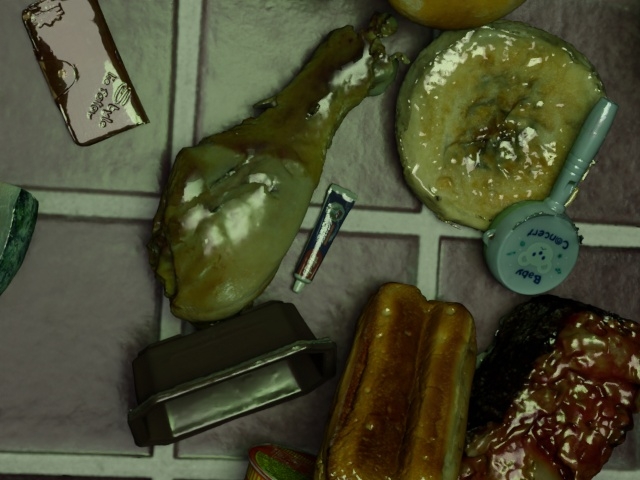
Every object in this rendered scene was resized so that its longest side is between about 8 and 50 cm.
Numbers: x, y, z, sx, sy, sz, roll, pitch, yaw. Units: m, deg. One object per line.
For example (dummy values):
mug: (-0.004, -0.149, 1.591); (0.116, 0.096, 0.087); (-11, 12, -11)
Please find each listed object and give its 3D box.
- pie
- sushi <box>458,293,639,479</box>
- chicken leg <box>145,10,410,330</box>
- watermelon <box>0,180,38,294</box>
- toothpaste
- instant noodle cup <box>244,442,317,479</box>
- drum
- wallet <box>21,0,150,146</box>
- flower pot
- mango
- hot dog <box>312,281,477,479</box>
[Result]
pie: (0.217, -0.138, 1.833); (0.274, 0.055, 0.274); (-4, 107, -12)
sushi: (0.245, 0.219, 1.814); (0.196, 0.182, 0.343); (35, 84, -4)
chicken leg: (-0.047, -0.091, 1.771); (0.201, 0.153, 0.429); (43, 78, -22)
watermelon: (-0.453, 0.014, 1.720); (0.318, 0.148, 0.226); (-30, 80, 7)
toothpaste: (0.000, 0.000, 1.835); (0.037, 0.021, 0.140); (26, 86, -12)
instant noodle cup: (-0.039, 0.373, 1.780); (0.193, 0.193, 0.212); (22, 98, -11)
drum: (0.299, -0.042, 1.835); (0.130, 0.049, 0.253); (36, 100, -29)
wallet: (-0.274, -0.201, 1.770); (0.095, 0.026, 0.176); (-22, 97, -6)
flower pot: (-0.111, 0.146, 1.764); (0.251, 0.179, 0.084); (-19, 69, -8)
mango: (0.191, -0.362, 1.769); (0.316, 0.146, 0.193); (-40, 79, -25)
hot dog: (0.087, 0.197, 1.742); (0.158, 0.349, 0.117); (16, 135, -1)
